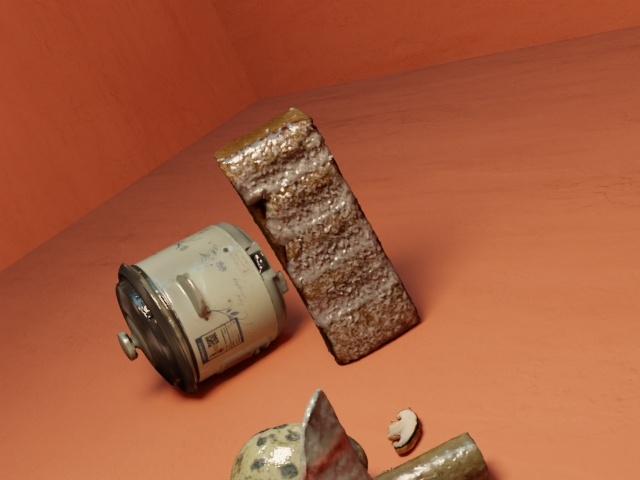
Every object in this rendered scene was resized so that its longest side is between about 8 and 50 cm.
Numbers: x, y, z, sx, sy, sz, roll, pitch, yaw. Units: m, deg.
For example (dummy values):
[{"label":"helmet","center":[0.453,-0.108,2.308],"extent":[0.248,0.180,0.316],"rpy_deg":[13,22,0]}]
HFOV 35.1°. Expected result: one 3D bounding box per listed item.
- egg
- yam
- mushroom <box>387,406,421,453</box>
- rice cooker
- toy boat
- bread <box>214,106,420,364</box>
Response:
[{"label":"egg","center":[-0.027,0.304,1.298],"extent":[0.182,0.141,0.141],"rpy_deg":[-15,21,6]},{"label":"yam","center":[0.121,0.298,1.241],"extent":[0.169,0.068,0.068],"rpy_deg":[-26,20,-3]},{"label":"mushroom","center":[0.117,0.264,1.404],"extent":[0.049,0.019,0.101],"rpy_deg":[-19,18,16]},{"label":"rice cooker","center":[-0.226,0.122,1.821],"extent":[0.317,0.264,0.316],"rpy_deg":[-30,-5,-3]},{"label":"toy boat","center":[0.040,0.292,1.036],"extent":[0.096,0.282,0.206],"rpy_deg":[-8,25,44]},{"label":"bread","center":[0.000,0.000,1.635],"extent":[0.165,0.416,0.113],"rpy_deg":[-32,20,-4]}]
